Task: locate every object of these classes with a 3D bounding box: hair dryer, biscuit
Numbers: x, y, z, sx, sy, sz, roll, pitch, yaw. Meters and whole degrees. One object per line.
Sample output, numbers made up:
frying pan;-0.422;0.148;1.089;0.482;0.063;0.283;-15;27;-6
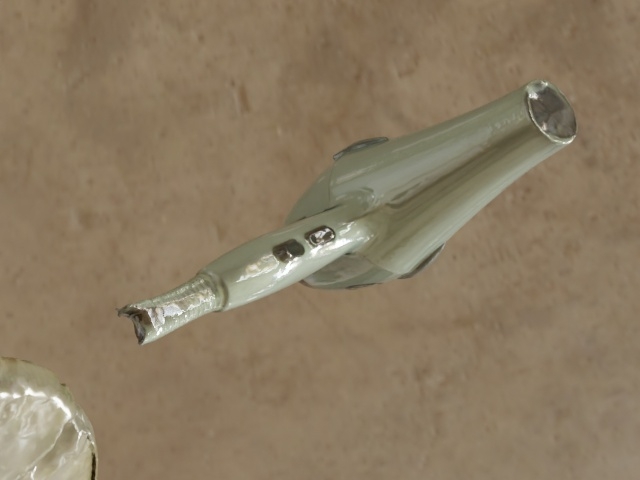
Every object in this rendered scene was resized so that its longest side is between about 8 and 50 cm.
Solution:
hair dryer;0.033;-0.019;1.055;0.229;0.267;0.092;-30;88;25
biscuit;-0.168;0.156;0.823;0.141;0.038;0.290;-7;135;-46
